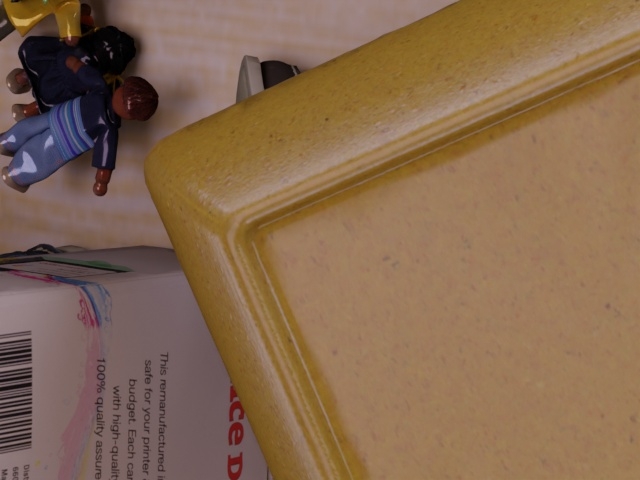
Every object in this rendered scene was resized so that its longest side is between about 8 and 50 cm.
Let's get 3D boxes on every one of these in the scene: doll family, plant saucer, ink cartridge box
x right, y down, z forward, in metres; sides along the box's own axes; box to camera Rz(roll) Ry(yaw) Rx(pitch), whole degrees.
[{"bbox_3d":[-0.151,-0.118,1.058,0.111,0.076,0.193,-21,89,26],"label":"doll family"},{"bbox_3d":[0.109,0.049,0.813,0.333,0.081,0.332,-24,90,16],"label":"plant saucer"},{"bbox_3d":[-0.160,0.115,0.960,0.117,0.278,0.201,9,100,42],"label":"ink cartridge box"}]

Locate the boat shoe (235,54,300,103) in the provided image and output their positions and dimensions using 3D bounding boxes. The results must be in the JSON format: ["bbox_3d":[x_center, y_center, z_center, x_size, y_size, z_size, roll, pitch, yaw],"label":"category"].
[{"bbox_3d":[0.000,0.000,0.967,0.069,0.081,0.227,-6,64,-10],"label":"boat shoe"}]

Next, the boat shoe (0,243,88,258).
[{"bbox_3d":[-0.186,0.127,1.090,0.095,0.079,0.254,25,107,35],"label":"boat shoe"}]
